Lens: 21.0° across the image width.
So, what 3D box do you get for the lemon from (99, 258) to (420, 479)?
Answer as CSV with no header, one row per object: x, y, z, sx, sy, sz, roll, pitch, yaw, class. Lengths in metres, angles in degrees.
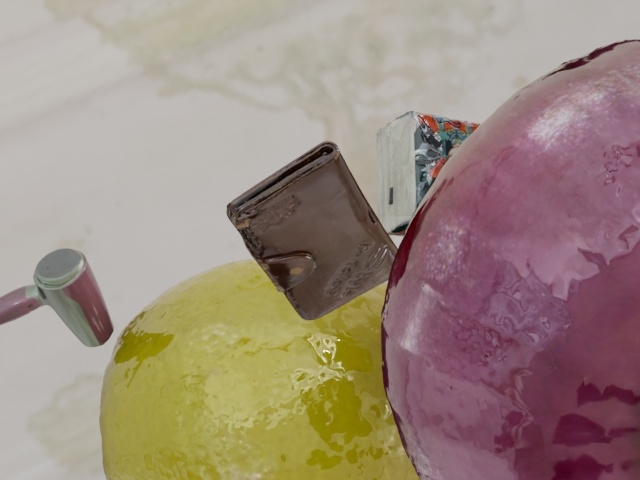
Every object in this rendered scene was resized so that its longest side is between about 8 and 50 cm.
-0.014,0.175,1.704,0.364,0.364,0.364,-17,-47,-19,lemon

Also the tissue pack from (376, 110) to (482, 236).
0.139,-0.047,1.481,0.170,0.103,0.090,6,-17,-24,tissue pack

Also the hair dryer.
-0.289,0.068,1.695,0.154,0.054,0.106,-11,-47,6,hair dryer

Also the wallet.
0.000,0.000,1.247,0.095,0.026,0.176,-30,-32,1,wallet

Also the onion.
0.209,0.063,1.025,0.358,0.345,0.358,3,-70,10,onion
